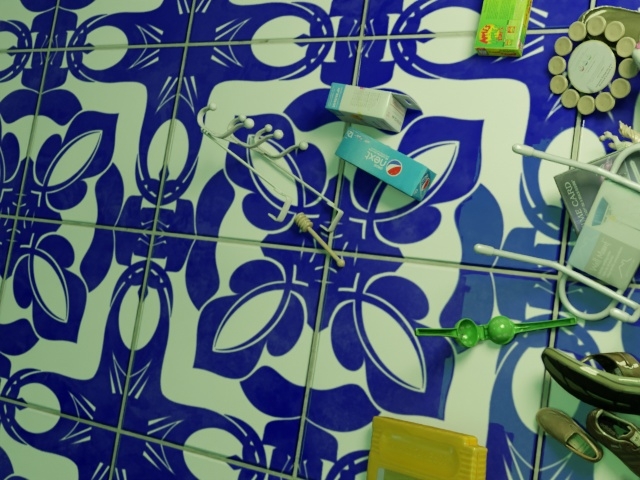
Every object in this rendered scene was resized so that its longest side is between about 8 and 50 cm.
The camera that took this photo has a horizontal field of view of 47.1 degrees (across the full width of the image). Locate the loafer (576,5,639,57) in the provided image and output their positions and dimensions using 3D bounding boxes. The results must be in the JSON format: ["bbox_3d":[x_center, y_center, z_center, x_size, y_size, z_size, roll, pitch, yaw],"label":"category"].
[{"bbox_3d":[0.602,-0.390,1.376,0.251,0.087,0.094,25,93,27],"label":"loafer"}]

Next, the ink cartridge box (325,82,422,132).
[{"bbox_3d":[0.116,-0.284,1.589,0.181,0.104,0.061,15,89,28],"label":"ink cartridge box"}]

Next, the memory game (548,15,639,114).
[{"bbox_3d":[0.520,-0.334,1.405,0.186,0.012,0.186,14,109,47],"label":"memory game"}]

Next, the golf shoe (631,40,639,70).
[{"bbox_3d":[0.619,-0.207,1.301,0.140,0.115,0.306,-32,84,30],"label":"golf shoe"}]

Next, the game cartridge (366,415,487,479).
[{"bbox_3d":[0.184,0.512,1.380,0.285,0.053,0.323,-6,78,54],"label":"game cartridge"}]

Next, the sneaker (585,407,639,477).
[{"bbox_3d":[0.548,0.361,1.274,0.188,0.071,0.066,31,73,28],"label":"sneaker"}]

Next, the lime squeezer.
[{"bbox_3d":[0.325,0.167,1.416,0.310,0.110,0.059,-3,60,-4],"label":"lime squeezer"}]

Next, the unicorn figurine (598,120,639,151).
[{"bbox_3d":[0.554,-0.130,1.358,0.111,0.060,0.162,-136,38,-53],"label":"unicorn figurine"}]

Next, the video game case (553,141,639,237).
[{"bbox_3d":[0.576,-0.074,1.299,0.274,0.026,0.196,-23,88,40],"label":"video game case"}]

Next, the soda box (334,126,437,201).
[{"bbox_3d":[0.138,-0.165,1.578,0.210,0.067,0.071,32,96,27],"label":"soda box"}]

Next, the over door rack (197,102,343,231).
[{"bbox_3d":[-0.094,-0.170,1.601,0.108,0.239,0.324,-48,64,17],"label":"over door rack"}]

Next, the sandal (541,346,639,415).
[{"bbox_3d":[0.544,0.249,1.297,0.303,0.120,0.086,14,60,26],"label":"sandal"}]

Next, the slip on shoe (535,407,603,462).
[{"bbox_3d":[0.454,0.356,1.346,0.135,0.041,0.051,41,100,26],"label":"slip on shoe"}]

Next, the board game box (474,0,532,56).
[{"bbox_3d":[0.385,-0.477,1.524,0.092,0.043,0.181,10,85,28],"label":"board game box"}]

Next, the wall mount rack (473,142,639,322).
[{"bbox_3d":[0.461,-0.021,1.299,0.304,0.130,0.350,29,116,28],"label":"wall mount rack"}]

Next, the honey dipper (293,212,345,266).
[{"bbox_3d":[0.000,0.000,1.640,0.030,0.030,0.160,-48,66,11],"label":"honey dipper"}]
